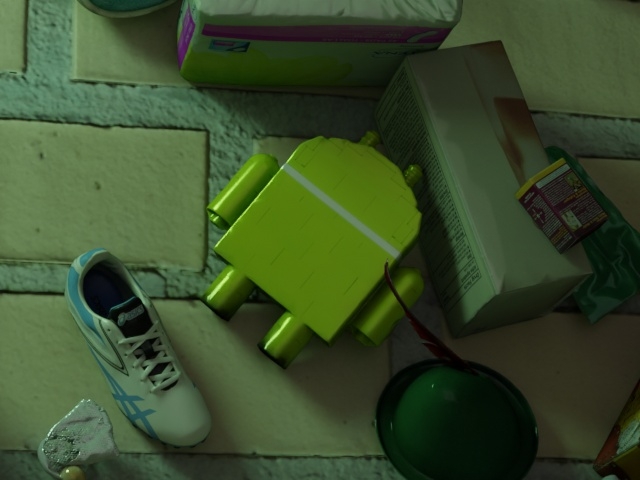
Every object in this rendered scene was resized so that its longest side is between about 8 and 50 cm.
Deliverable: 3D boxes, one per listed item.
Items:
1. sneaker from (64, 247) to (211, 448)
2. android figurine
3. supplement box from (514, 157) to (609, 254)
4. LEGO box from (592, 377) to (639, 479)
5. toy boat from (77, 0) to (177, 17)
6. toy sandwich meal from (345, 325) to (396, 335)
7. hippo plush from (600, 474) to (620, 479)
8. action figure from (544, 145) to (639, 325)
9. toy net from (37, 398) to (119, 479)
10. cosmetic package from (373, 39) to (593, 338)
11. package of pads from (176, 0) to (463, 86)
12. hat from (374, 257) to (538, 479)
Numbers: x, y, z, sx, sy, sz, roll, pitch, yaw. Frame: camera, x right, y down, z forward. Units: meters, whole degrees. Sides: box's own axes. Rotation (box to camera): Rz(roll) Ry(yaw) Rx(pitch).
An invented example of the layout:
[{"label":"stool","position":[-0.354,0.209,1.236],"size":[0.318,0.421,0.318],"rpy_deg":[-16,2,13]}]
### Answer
[{"label":"sneaker","position":[-0.193,0.114,1.577],"size":[0.085,0.086,0.237],"rpy_deg":[-30,79,-24]},{"label":"android figurine","position":[0.000,0.000,1.651],"size":[0.248,0.056,0.273],"rpy_deg":[37,80,10]},{"label":"supplement box","position":[0.258,-0.037,1.606],"size":[0.055,0.043,0.083],"rpy_deg":[-30,78,-27]},{"label":"LEGO box","position":[0.618,0.223,1.662],"size":[0.500,0.193,0.372],"rpy_deg":[34,65,2]},{"label":"toy boat","position":[-0.177,-0.416,1.733],"size":[0.318,0.148,0.268],"rpy_deg":[-26,101,-22]},{"label":"toy sandwich meal","position":[0.048,0.076,1.682],"size":[0.085,0.029,0.086],"rpy_deg":[3,67,-6]},{"label":"hippo plush","position":[0.176,0.398,1.512],"size":[0.294,0.234,0.237],"rpy_deg":[-11,87,-61]},{"label":"action figure","position":[0.296,-0.029,1.763],"size":[0.137,0.063,0.232],"rpy_deg":[-32,82,-21]},{"label":"toy net","position":[-0.276,0.271,1.517],"size":[0.122,0.045,0.232],"rpy_deg":[14,64,-5]},{"label":"cosmetic package","position":[0.178,-0.058,1.700],"size":[0.129,0.153,0.296],"rpy_deg":[-11,72,-20]},{"label":"package of pads","position":[-0.008,-0.248,1.694],"size":[0.296,0.229,0.101],"rpy_deg":[0,78,-11]},{"label":"hat","position":[0.149,0.154,1.572],"size":[0.208,0.183,0.173],"rpy_deg":[9,55,-4]}]
